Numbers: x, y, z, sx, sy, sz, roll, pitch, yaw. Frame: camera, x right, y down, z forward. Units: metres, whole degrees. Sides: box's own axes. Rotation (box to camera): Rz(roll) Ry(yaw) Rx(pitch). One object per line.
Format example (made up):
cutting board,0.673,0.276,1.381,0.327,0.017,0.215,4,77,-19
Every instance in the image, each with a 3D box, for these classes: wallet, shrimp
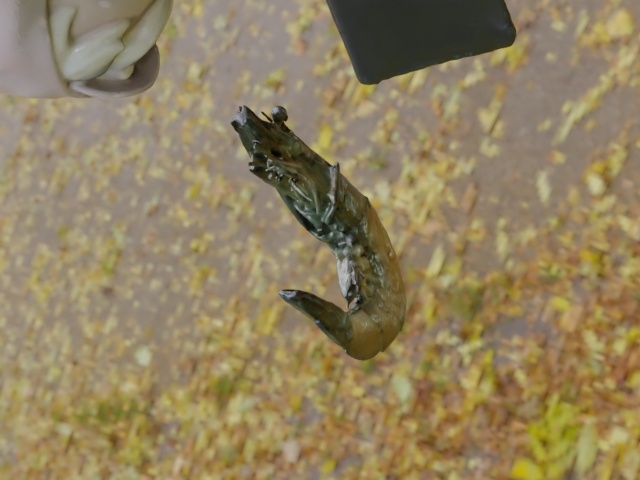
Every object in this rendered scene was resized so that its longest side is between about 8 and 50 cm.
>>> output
wallet,0.050,-0.253,1.220,0.146,0.285,0.030,-9,40,23
shrimp,0.000,0.000,1.096,0.051,0.217,0.150,-22,38,28

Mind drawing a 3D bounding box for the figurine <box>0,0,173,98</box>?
figurine,-0.116,-0.171,0.597,0.200,0.133,0.276,-61,-15,-49
